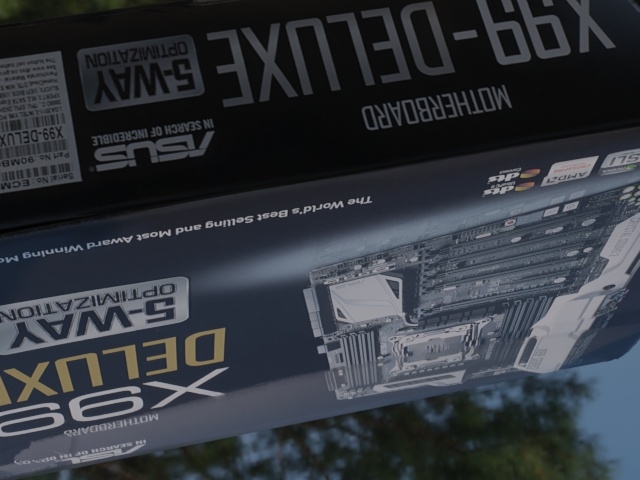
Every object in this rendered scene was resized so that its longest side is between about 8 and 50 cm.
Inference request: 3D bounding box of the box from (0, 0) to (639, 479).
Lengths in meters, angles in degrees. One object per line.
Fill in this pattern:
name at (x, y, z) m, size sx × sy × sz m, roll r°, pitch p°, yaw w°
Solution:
box at (0.000, 0.000, 0.479) m, size 0.308 × 0.076 × 0.242 m, roll -10°, pitch 156°, yaw -11°
